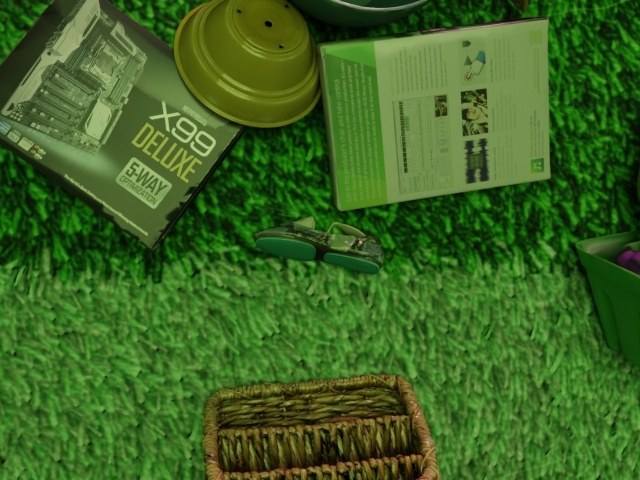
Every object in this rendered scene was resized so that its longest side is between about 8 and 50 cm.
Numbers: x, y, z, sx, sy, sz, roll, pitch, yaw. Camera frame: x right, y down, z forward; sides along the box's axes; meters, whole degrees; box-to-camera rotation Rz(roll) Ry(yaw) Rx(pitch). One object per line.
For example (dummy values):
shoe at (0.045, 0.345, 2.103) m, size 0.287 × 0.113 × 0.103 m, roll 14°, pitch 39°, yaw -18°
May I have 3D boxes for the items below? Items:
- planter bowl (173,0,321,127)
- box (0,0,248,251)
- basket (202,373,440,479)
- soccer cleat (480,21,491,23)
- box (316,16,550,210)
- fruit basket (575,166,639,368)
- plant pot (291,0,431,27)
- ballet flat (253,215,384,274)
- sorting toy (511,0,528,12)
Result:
planter bowl at (-0.082, -0.268, 1.011) m, size 0.217 × 0.090 × 0.217 m, roll 9°, pitch 64°, yaw -19°
box at (-0.281, -0.168, 1.029) m, size 0.307 × 0.076 × 0.242 m, roll 36°, pitch 82°, yaw -4°
basket at (-0.001, 0.302, 0.968) m, size 0.299 × 0.213 × 0.223 m, roll -2°, pitch 88°, yaw -7°
soccer cleat at (0.170, -0.277, 1.098) m, size 0.196 × 0.068 × 0.076 m, roll -33°, pitch 88°, yaw -5°
box at (0.164, -0.180, 1.060) m, size 0.322 × 0.058 × 0.232 m, roll -9°, pitch 108°, yaw -9°
fruit basket at (0.566, -0.016, 1.048) m, size 0.392 × 0.283 × 0.392 m, roll -2°, pitch 105°, yaw -9°
plant pot at (0.042, -0.410, 1.017) m, size 0.290 × 0.195 × 0.290 m, roll 1°, pitch 83°, yaw -11°
ballet flat at (0.000, 0.000, 1.069) m, size 0.188 × 0.070 × 0.070 m, roll 14°, pitch 85°, yaw -8°
sorting toy at (0.213, -0.441, 1.079) m, size 0.046 × 0.132 × 0.274 m, roll -36°, pitch 92°, yaw 0°
